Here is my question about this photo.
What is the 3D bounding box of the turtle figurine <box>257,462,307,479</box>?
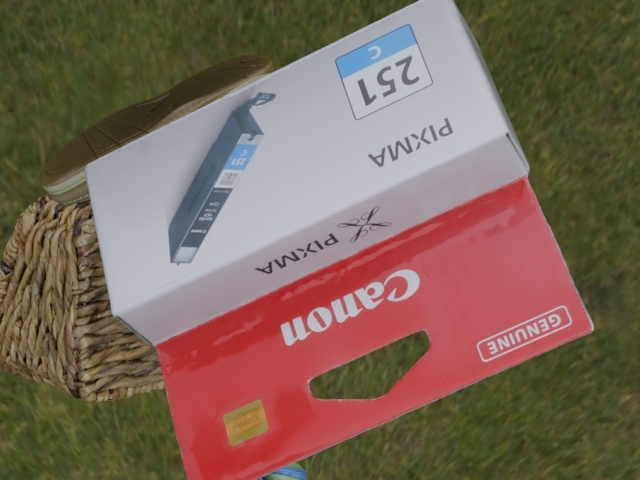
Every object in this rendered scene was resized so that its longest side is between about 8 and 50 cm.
[{"bbox_3d":[-0.012,0.370,1.426,0.198,0.274,0.266,4,63,31],"label":"turtle figurine"}]

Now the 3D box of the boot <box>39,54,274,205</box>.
[{"bbox_3d":[-0.110,-0.040,1.202,0.213,0.077,0.165,-29,121,-16],"label":"boot"}]

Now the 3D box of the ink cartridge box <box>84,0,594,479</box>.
[{"bbox_3d":[0.000,0.000,0.976,0.296,0.066,0.261,-25,55,11],"label":"ink cartridge box"}]

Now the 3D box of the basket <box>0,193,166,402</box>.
[{"bbox_3d":[-0.169,0.027,1.449,0.299,0.223,0.213,-6,99,-37],"label":"basket"}]
